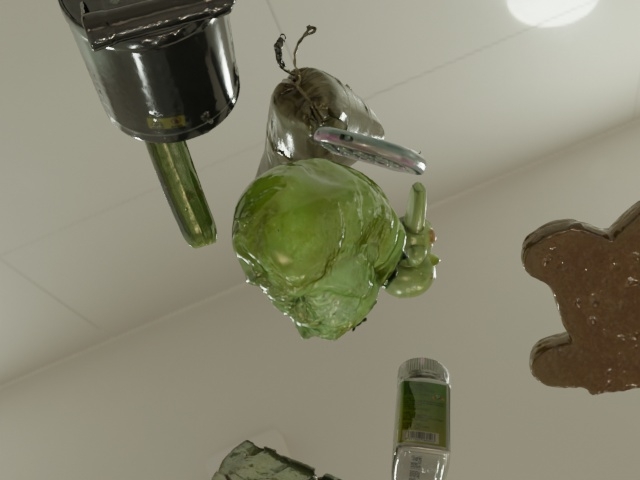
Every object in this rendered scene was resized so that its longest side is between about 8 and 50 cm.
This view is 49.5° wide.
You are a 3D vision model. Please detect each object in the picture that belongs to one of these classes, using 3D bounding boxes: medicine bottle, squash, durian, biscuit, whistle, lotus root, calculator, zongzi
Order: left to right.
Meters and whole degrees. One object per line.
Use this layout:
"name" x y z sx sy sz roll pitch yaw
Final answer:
"squash" -0.222 -0.096 1.093 0.066 0.066 0.228 -19 -83 6
"lotus root" -0.081 0.452 1.233 0.235 0.138 0.119 3 -162 39
"zongzi" -0.079 -0.199 1.438 0.418 0.447 0.181 -38 -106 13
"durian" 0.000 0.000 0.999 0.205 0.339 0.255 -16 -125 21
"calculator" 0.091 -0.157 1.222 0.186 0.299 0.041 17 -85 21
"whistle" 0.207 0.012 1.497 0.141 0.294 0.141 14 -145 -10
"medicine bottle" 0.164 0.290 1.125 0.088 0.132 0.188 4 -138 6
"biscuit" 0.563 0.117 1.337 0.368 0.393 0.076 -15 -158 17

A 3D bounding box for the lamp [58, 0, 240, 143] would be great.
"lamp" -0.213 -0.258 0.933 0.205 0.272 0.374 -20 -137 -10
